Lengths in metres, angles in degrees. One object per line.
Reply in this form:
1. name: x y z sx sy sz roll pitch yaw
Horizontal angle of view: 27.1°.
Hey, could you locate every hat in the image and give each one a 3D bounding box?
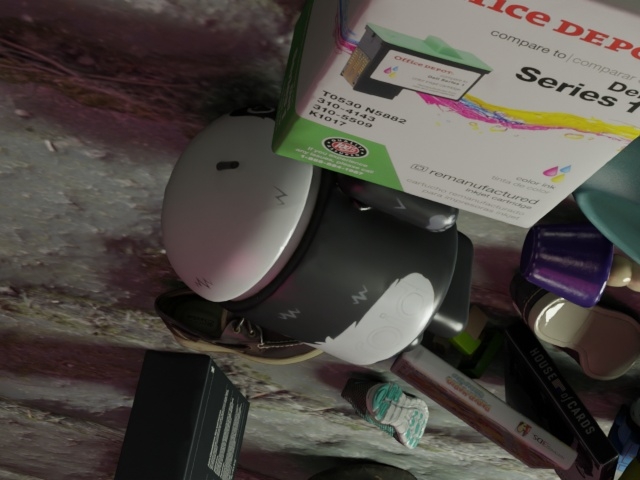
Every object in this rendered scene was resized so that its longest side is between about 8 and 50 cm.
1. hat: 0.063 0.418 2.068 0.331 0.133 0.331 -6 165 -2

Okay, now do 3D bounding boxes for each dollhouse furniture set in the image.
1. dollhouse furniture set: 0.128 0.080 1.415 0.152 0.058 0.076 43 153 -20

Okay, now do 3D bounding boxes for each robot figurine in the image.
1. robot figurine: 0.001 -0.003 1.108 0.278 0.173 0.209 25 110 -30

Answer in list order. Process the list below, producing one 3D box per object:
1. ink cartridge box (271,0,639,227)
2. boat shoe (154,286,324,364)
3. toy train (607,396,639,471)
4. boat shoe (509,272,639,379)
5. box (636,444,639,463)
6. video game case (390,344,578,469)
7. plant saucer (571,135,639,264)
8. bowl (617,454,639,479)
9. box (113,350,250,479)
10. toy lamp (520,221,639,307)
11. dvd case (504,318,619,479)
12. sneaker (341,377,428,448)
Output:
1. ink cartridge box: 0.106 -0.131 0.831 0.201 0.117 0.278 16 155 -11
2. boat shoe: -0.086 0.087 1.456 0.224 0.080 0.073 1 160 32
3. toy train: 0.398 0.231 1.570 0.105 0.080 0.184 14 157 10
4. boat shoe: 0.260 0.082 1.341 0.206 0.075 0.065 29 -166 -46
5. box: 0.414 0.175 1.308 0.158 0.156 0.093 12 -170 -1
6. video game case: 0.172 0.186 1.470 0.206 0.026 0.227 34 172 5
7. plant saucer: 0.305 0.018 0.978 0.318 0.043 0.317 35 178 1
8. bowl: 0.388 0.377 1.409 0.156 0.289 0.289 -44 133 13
9. box: -0.187 0.302 1.756 0.103 0.261 0.184 5 155 15
10. toy lamp: 0.314 0.037 1.171 0.275 0.080 0.080 13 156 -6
11. dvd case: 0.262 0.204 1.472 0.030 0.179 0.238 -31 155 -6
12. sneaker: 0.083 0.216 1.715 0.076 0.065 0.166 15 159 35
